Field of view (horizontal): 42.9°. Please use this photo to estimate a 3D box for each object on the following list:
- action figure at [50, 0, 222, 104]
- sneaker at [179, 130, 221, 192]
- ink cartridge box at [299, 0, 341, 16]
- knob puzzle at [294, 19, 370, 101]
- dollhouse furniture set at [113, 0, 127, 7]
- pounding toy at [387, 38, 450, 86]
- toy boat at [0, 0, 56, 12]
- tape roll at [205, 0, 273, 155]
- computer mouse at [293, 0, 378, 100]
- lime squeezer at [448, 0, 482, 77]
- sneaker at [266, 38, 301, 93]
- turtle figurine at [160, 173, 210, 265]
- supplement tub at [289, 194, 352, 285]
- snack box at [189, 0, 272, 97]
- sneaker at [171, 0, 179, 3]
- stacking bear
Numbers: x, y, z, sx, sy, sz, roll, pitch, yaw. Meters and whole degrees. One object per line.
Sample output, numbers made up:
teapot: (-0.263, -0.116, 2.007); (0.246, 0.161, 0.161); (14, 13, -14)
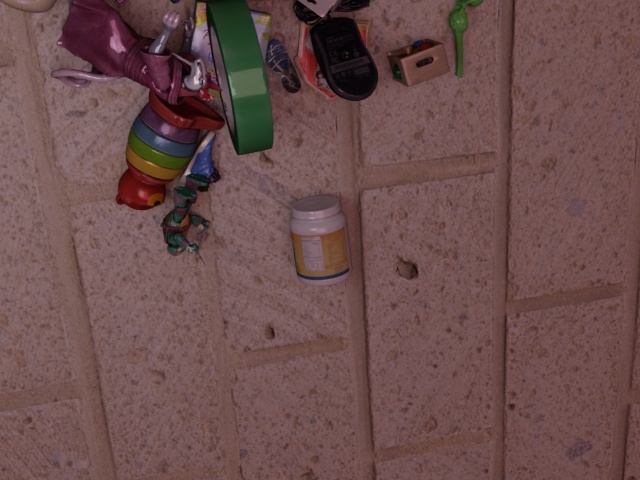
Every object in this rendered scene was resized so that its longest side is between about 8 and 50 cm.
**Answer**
action figure: (-0.381, -0.373, 1.702); (0.370, 0.248, 0.275); (33, 98, 9)
sneaker: (-0.268, -0.186, 1.957); (0.085, 0.058, 0.152); (28, 105, -15)
ink cartridge box: (0.018, -0.596, 1.846); (0.104, 0.060, 0.180); (37, 89, 0)
knob puzzle: (0.033, -0.430, 1.958); (0.213, 0.030, 0.213); (-5, 110, -12)
dollhouse furniture set: (-0.424, -0.574, 1.768); (0.114, 0.081, 0.091); (-38, 113, 2)
pounding toy: (0.219, -0.433, 1.946); (0.141, 0.130, 0.100); (-21, 113, -5)
toy boat: (-0.575, -0.626, 1.695); (0.318, 0.148, 0.267); (-20, 108, 2)
tape roll: (-0.170, -0.342, 1.706); (0.077, 0.321, 0.321); (-13, 112, -8)
computer mouse: (0.053, -0.443, 1.899); (0.189, 0.072, 0.272); (-14, 80, -13)
lime squeezer: (0.378, -0.557, 1.980); (0.110, 0.059, 0.310); (22, 102, -19)
sneaker: (-0.089, -0.414, 1.921); (0.052, 0.058, 0.135); (-19, 119, 9)
turtle figurine: (-0.321, -0.033, 1.939); (0.118, 0.175, 0.234); (7, 123, -7)
supplement tub: (0.000, 0.000, 2.044); (0.144, 0.144, 0.199); (-11, 111, -9)
snack box: (-0.215, -0.433, 1.876); (0.175, 0.070, 0.207); (6, 107, -15)
sneaker: (-0.313, -0.631, 1.778); (0.087, 0.083, 0.221); (-5, 114, -21)
stacking bear: (-0.376, -0.195, 1.880); (0.175, 0.164, 0.289); (-8, 133, -57)
